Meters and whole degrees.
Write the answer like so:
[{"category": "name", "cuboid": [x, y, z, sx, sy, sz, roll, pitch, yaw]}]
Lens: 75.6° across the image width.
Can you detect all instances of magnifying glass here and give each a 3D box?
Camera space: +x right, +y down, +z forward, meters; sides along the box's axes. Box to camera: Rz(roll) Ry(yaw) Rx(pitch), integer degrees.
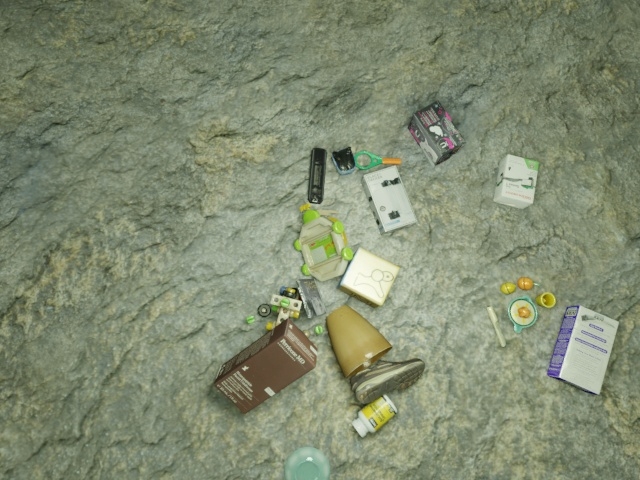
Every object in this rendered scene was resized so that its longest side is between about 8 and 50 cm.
[{"category": "magnifying glass", "cuboid": [0.277, -0.389, 2.015, 0.231, 0.026, 0.092, 1, 78, -1]}]

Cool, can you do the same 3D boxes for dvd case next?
[{"category": "dvd case", "cuboid": [-0.035, 0.243, 1.769, 0.018, 0.221, 0.164, -23, 79, 14]}]

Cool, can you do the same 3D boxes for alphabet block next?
[{"category": "alphabet block", "cuboid": [0.204, 0.165, 1.807, 0.197, 0.193, 0.192, 28, 80, 3]}]

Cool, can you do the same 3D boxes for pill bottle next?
[{"category": "pill bottle", "cuboid": [0.224, 0.736, 1.734, 0.184, 0.103, 0.103, -37, 82, -10]}]

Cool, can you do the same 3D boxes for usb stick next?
[{"category": "usb stick", "cuboid": [-0.015, -0.311, 1.972, 0.077, 0.045, 0.278, 6, 78, -9]}]

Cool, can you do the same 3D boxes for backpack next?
[{"category": "backpack", "cuboid": [0.115, -0.371, 1.970, 0.105, 0.084, 0.114, -19, 75, -6]}]

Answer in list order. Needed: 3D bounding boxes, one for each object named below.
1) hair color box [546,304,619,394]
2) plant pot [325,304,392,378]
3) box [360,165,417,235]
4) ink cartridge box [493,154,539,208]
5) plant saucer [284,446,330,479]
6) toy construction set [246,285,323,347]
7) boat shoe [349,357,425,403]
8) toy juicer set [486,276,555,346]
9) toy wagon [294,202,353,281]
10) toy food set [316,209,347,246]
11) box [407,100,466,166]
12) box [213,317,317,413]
[{"category": "hair color box", "cuboid": [1.165, 0.480, 1.835, 0.185, 0.110, 0.339, 24, 80, 3]}, {"category": "plant pot", "cuboid": [0.138, 0.411, 1.755, 0.237, 0.237, 0.254, -30, 66, -8]}, {"category": "box", "cuboid": [0.318, -0.188, 1.940, 0.169, 0.087, 0.290, -17, 79, -6]}, {"category": "ink cartridge box", "cuboid": [0.943, -0.282, 1.989, 0.160, 0.092, 0.219, 14, 77, 0]}, {"category": "plant saucer", "cuboid": [-0.054, 0.963, 1.706, 0.195, 0.037, 0.195, 1, 79, -4]}, {"category": "toy construction set", "cuboid": [-0.122, 0.337, 1.732, 0.309, 0.237, 0.257, 41, 79, 5]}, {"category": "boat shoe", "cuboid": [0.283, 0.560, 1.749, 0.355, 0.132, 0.130, -10, 33, -26]}, {"category": "toy juicer set", "cuboid": [0.884, 0.297, 1.867, 0.329, 0.089, 0.209, -38, 83, -9]}, {"category": "toy wagon", "cuboid": [0.000, 0.000, 1.810, 0.068, 0.267, 0.344, -10, 79, -49]}, {"category": "toy food set", "cuboid": [0.042, -0.033, 1.911, 0.128, 0.071, 0.218, -8, 80, -29]}, {"category": "box", "cuboid": [0.550, -0.506, 1.981, 0.142, 0.163, 0.247, -28, 81, -5]}, {"category": "box", "cuboid": [-0.216, 0.505, 1.651, 0.381, 0.143, 0.191, -38, 104, 13]}]
